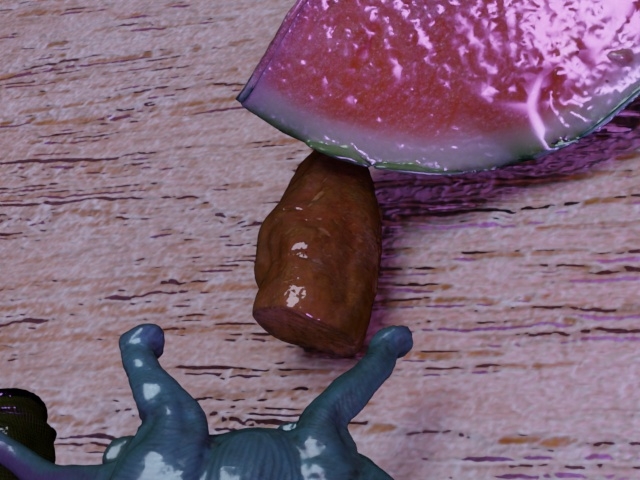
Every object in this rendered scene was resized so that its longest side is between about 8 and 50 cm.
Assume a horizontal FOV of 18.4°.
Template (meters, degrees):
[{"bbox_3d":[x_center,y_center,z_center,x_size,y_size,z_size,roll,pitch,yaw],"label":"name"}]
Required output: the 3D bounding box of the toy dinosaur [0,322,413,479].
[{"bbox_3d":[-0.053,0.195,1.221,0.384,0.129,0.331,-7,36,-1],"label":"toy dinosaur"}]

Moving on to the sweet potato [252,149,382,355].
[{"bbox_3d":[0.000,0.000,1.495,0.097,0.097,0.251,-20,32,17],"label":"sweet potato"}]

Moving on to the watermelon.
[{"bbox_3d":[0.157,-0.157,1.498,0.222,0.319,0.292,44,118,27],"label":"watermelon"}]

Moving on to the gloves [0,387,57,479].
[{"bbox_3d":[-0.211,0.222,1.344,0.107,0.135,0.268,-18,52,22],"label":"gloves"}]
